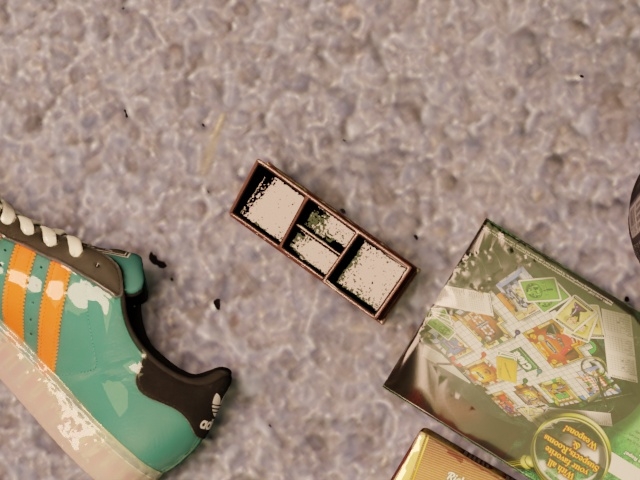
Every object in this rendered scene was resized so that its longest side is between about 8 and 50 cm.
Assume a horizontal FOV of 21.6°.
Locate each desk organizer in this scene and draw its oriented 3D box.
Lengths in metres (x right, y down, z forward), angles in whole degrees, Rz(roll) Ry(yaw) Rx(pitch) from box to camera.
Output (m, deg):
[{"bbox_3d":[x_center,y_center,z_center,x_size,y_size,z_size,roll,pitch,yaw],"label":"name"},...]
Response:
[{"bbox_3d":[0.000,0.000,1.130,0.130,0.050,0.047,35,91,8],"label":"desk organizer"}]

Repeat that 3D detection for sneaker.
[{"bbox_3d":[-0.185,0.028,1.130,0.121,0.108,0.302,-43,91,2],"label":"sneaker"}]

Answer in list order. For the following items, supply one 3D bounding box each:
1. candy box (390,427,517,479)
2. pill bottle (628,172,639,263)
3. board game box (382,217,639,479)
[{"bbox_3d":[0.120,0.215,1.103,0.187,0.053,0.109,30,91,6],"label":"candy box"},{"bbox_3d":[0.255,-0.021,1.001,0.130,0.246,0.130,0,87,7],"label":"pill bottle"},{"bbox_3d":[0.186,0.109,1.113,0.260,0.030,0.136,32,89,8],"label":"board game box"}]
